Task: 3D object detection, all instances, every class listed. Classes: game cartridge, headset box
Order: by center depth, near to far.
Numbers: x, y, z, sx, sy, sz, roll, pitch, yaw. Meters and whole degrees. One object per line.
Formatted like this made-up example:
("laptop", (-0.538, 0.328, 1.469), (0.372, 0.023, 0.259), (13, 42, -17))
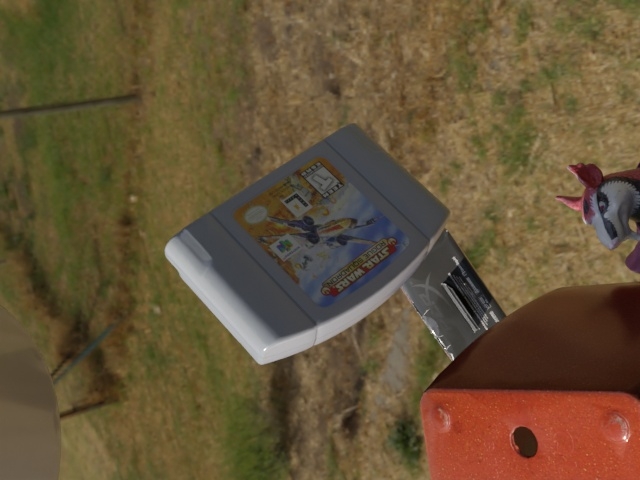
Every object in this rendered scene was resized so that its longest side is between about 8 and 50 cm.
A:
("game cartridge", (0.000, 0.000, 1.021), (0.198, 0.297, 0.062), (43, 151, 22))
("headset box", (0.202, 0.084, 1.426), (0.218, 0.110, 0.293), (55, -175, -6))

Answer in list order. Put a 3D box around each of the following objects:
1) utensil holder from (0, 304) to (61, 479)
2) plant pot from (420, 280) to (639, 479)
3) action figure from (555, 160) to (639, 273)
("utensil holder", (-0.413, 0.146, 0.596), (0.328, 0.327, 0.385), (61, -170, 21))
("plant pot", (0.223, 0.172, 0.643), (0.267, 0.235, 0.267), (-10, 88, 50))
("action figure", (0.414, -0.015, 0.858), (0.248, 0.370, 0.276), (110, -176, -86))
